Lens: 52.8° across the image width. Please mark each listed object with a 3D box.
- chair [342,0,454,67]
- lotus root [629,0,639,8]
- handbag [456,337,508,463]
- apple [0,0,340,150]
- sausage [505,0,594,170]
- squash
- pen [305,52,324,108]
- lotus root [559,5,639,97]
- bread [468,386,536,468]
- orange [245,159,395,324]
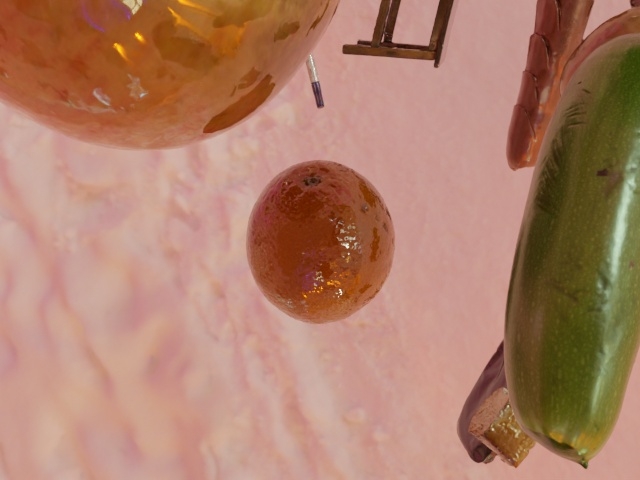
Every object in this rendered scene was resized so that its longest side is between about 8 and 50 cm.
[{"bbox_3d":[0.286,-0.491,1.406,0.417,0.203,0.240,15,112,10],"label":"chair"},{"bbox_3d":[0.647,-0.414,1.037,0.250,0.316,0.315,3,103,41],"label":"lotus root"},{"bbox_3d":[0.428,0.347,1.497,0.075,0.191,0.332,27,100,-9],"label":"handbag"},{"bbox_3d":[-0.154,-0.252,0.547,0.364,0.364,0.363,6,104,25],"label":"apple"},{"bbox_3d":[0.377,-0.306,1.051,0.088,0.088,0.432,18,126,22],"label":"sausage"},{"bbox_3d":[0.170,-0.013,0.403,0.082,0.082,0.292,12,71,24],"label":"squash"},{"bbox_3d":[-0.022,-0.416,1.541,0.025,0.025,0.204,-13,91,28],"label":"pen"},{"bbox_3d":[0.403,-0.232,0.892,0.221,0.125,0.118,123,141,-53],"label":"lotus root"},{"bbox_3d":[0.249,0.246,0.851,0.070,0.076,0.083,43,82,2],"label":"bread"},{"bbox_3d":[0.000,0.000,0.804,0.206,0.206,0.205,6,104,25],"label":"orange"}]
